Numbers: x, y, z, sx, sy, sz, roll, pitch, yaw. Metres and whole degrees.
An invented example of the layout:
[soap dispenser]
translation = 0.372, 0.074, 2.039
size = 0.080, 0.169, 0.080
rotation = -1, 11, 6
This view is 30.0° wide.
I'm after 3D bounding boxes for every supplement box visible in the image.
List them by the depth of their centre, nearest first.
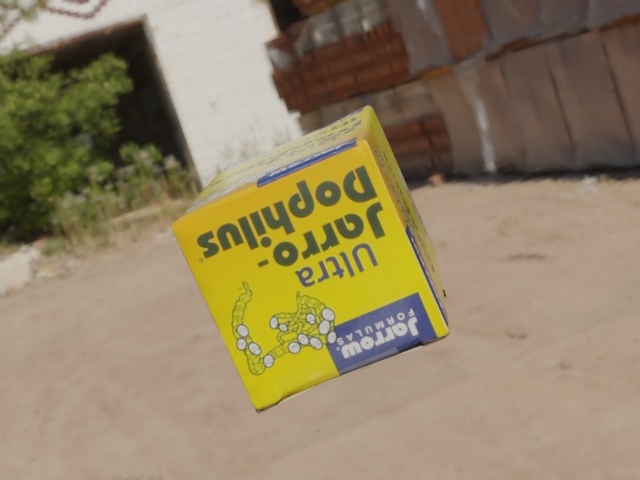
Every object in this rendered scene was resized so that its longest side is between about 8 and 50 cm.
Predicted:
[supplement box]
translation = 0.000, 0.000, 1.210
size = 0.194, 0.195, 0.356
rotation = -23, 10, 7

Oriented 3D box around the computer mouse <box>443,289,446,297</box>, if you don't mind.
[computer mouse]
translation = 0.035, 0.089, 1.592
size = 0.262, 0.060, 0.184
rotation = -12, -12, 3
